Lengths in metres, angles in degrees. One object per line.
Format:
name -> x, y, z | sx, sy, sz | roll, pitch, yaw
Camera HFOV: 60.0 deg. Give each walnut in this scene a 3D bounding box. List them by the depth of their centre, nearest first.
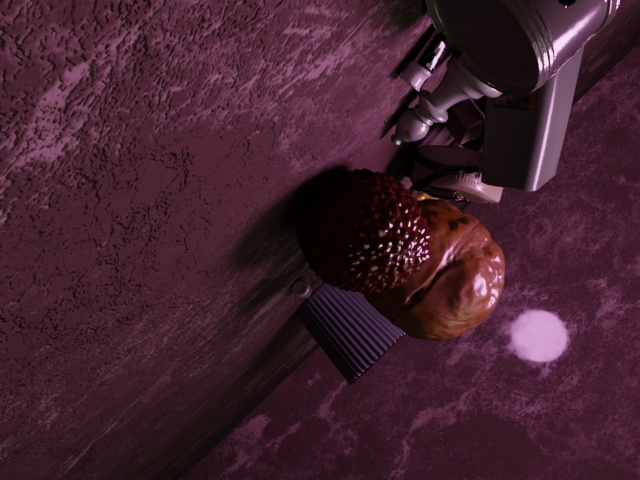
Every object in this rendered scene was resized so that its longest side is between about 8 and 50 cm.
walnut -> 0.286, 0.071, 1.422 | 0.308, 0.354, 0.397 | -39, 175, 39

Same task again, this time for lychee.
lychee -> 0.088, -0.014, 1.168 | 0.275, 0.304, 0.276 | -16, 115, -37

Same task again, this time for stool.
stool -> 0.106, 0.315, 2.062 | 0.297, 0.330, 0.297 | -41, 167, -12

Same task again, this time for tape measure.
tape measure -> 0.326, -0.170, 1.471 | 0.231, 0.271, 0.133 | 15, 91, -50

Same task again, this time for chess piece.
chess piece -> 0.244, -0.284, 1.130 | 0.271, 0.139, 0.139 | -40, 171, 38

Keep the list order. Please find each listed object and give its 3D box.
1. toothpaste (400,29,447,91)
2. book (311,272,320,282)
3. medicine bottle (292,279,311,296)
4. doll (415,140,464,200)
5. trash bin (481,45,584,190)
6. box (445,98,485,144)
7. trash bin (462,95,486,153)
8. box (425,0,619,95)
toothpaste -> 0.212, -0.354, 0.964 | 0.193, 0.045, 0.071 | -54, 165, 15
book -> 0.072, -0.032, 1.479 | 0.215, 0.025, 0.283 | -52, 173, -37
medicine bottle -> -0.055, 0.150, 1.690 | 0.052, 0.052, 0.089 | -43, 167, -3
doll -> 0.408, -0.223, 1.815 | 0.117, 0.086, 0.291 | 8, 126, -48
trash bin -> 0.478, -0.304, 1.260 | 0.223, 0.158, 0.344 | -27, 123, -49
box -> 0.385, -0.316, 1.485 | 0.062, 0.089, 0.122 | -31, 165, -4
trash bin -> 0.493, -0.372, 1.579 | 0.165, 0.115, 0.225 | -38, 162, -18
box -> 0.280, -0.340, 0.795 | 0.149, 0.226, 0.226 | -44, 167, -1
